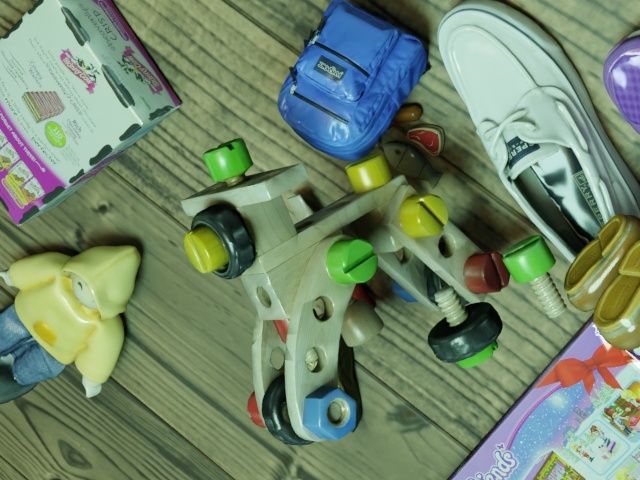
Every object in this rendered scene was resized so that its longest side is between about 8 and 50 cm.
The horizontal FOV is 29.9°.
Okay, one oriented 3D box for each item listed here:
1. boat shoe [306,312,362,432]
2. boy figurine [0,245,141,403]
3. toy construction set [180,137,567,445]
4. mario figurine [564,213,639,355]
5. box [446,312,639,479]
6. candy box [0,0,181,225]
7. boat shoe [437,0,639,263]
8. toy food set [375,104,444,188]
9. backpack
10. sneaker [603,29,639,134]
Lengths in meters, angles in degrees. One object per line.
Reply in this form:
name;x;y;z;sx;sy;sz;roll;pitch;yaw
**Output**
boat shoe;0.007;0.133;1.205;0.045;0.050;0.135;1;113;25
boy figurine;-0.289;0.093;1.340;0.285;0.092;0.177;-31;92;41
toy construction set;0.000;0.000;1.007;0.257;0.309;0.237;-32;101;-7
mario figurine;0.326;0.123;0.896;0.320;0.198;0.170;30;136;-10
box;0.253;0.217;1.093;0.201;0.057;0.293;39;127;8
candy box;-0.273;-0.139;1.228;0.233;0.071;0.159;-31;94;38
boat shoe;0.179;-0.083;0.975;0.258;0.084;0.095;50;128;0
toy food set;0.061;-0.102;1.078;0.122;0.019;0.078;29;124;17
backpack;0.018;-0.136;1.015;0.098;0.101;0.120;31;91;20
sneaker;0.303;-0.061;0.900;0.236;0.104;0.095;47;129;5
